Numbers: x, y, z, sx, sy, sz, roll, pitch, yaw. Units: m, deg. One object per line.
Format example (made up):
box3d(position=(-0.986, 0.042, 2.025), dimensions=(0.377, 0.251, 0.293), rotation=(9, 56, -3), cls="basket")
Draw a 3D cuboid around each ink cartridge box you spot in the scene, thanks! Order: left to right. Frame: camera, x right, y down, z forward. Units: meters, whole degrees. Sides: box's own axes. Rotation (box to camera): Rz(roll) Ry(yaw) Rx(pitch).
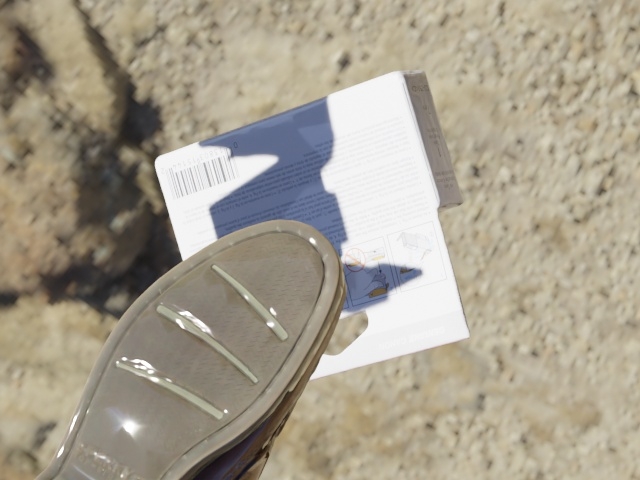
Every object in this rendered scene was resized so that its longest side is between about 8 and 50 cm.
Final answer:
box3d(position=(0.000, 0.000, 1.758), dimensions=(0.296, 0.066, 0.261), rotation=(-17, 87, 30), cls="ink cartridge box")

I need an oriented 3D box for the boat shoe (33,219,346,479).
box3d(position=(-0.089, 0.123, 1.073), dimensions=(0.110, 0.307, 0.104), rotation=(38, 176, 26), cls="boat shoe")
